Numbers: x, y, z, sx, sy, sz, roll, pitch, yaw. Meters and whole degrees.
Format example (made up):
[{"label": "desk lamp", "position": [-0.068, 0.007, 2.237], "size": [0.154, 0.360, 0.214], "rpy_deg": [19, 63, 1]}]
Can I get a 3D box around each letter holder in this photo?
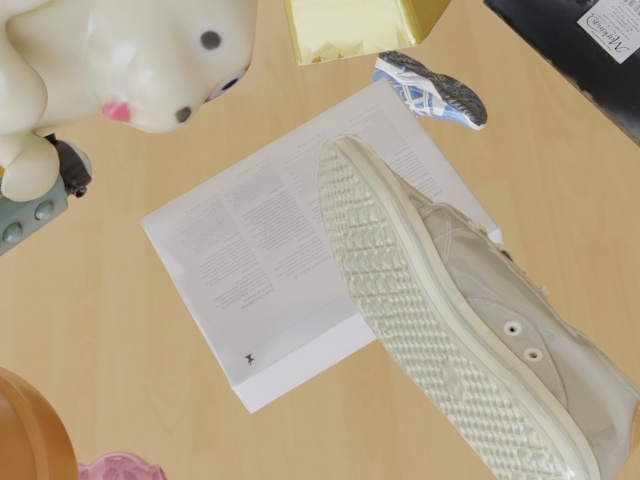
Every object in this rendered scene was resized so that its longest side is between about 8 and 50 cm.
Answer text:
[{"label": "letter holder", "position": [0.354, -0.227, 1.304], "size": [0.302, 0.152, 0.214], "rpy_deg": [43, 48, -1]}]

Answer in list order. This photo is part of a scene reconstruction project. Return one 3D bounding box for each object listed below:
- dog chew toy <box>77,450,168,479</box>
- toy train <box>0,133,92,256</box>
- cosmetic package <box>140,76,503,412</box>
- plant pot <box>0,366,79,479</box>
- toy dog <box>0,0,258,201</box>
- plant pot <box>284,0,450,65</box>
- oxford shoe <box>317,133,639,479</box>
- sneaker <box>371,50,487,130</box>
[{"label": "dog chew toy", "position": [-0.366, 0.398, 1.801], "size": [0.332, 0.206, 0.206], "rpy_deg": [-25, 50, -3]}, {"label": "toy train", "position": [-0.450, -0.046, 1.662], "size": [0.190, 0.142, 0.334], "rpy_deg": [36, 57, 25]}, {"label": "cosmetic package", "position": [0.000, 0.000, 1.657], "size": [0.377, 0.097, 0.284], "rpy_deg": [-30, 56, -3]}, {"label": "plant pot", "position": [-0.379, 0.220, 1.122], "size": [0.291, 0.203, 0.290], "rpy_deg": [-4, 71, 12]}, {"label": "toy dog", "position": [-0.261, -0.223, 1.238], "size": [0.408, 0.284, 0.395], "rpy_deg": [13, 52, 4]}, {"label": "plant pot", "position": [0.022, -0.162, 0.768], "size": [0.081, 0.083, 0.081], "rpy_deg": [-6, 27, 25]}, {"label": "oxford shoe", "position": [0.138, 0.061, 1.212], "size": [0.130, 0.169, 0.449], "rpy_deg": [-23, 53, -22]}, {"label": "sneaker", "position": [0.176, -0.231, 2.120], "size": [0.211, 0.081, 0.080], "rpy_deg": [32, 27, 18]}]
